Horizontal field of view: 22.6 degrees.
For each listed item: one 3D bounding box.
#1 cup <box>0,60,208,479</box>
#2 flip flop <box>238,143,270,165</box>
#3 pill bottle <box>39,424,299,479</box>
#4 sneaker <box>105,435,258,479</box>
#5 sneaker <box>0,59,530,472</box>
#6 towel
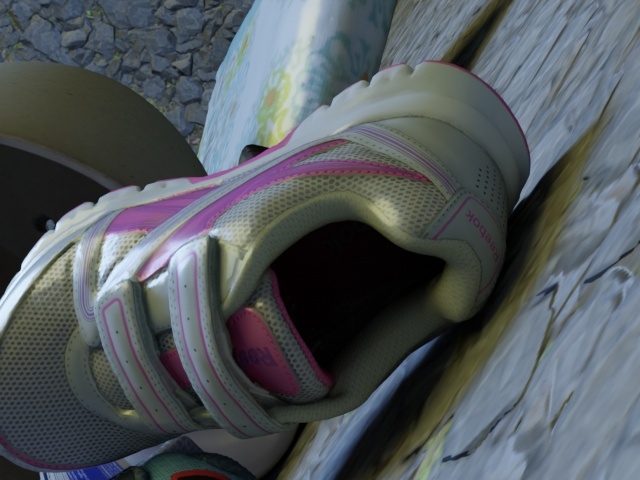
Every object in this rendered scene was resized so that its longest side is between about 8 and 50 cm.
[{"bbox_3d":[-0.192,0.013,1.059,0.331,0.331,0.237,-54,13,31],"label":"cup"},{"bbox_3d":[0.000,0.000,0.834,0.277,0.112,0.080,163,115,-79],"label":"flip flop"},{"bbox_3d":[-0.093,0.112,0.877,0.112,0.112,0.187,-60,5,-35],"label":"pill bottle"},{"bbox_3d":[-0.079,0.135,0.633,0.125,0.104,0.262,-54,5,3],"label":"sneaker"},{"bbox_3d":[-0.036,0.025,0.617,0.252,0.103,0.111,-31,21,17],"label":"sneaker"},{"bbox_3d":[-0.037,-0.064,1.274,0.374,0.090,0.320,132,152,-65],"label":"towel"}]
